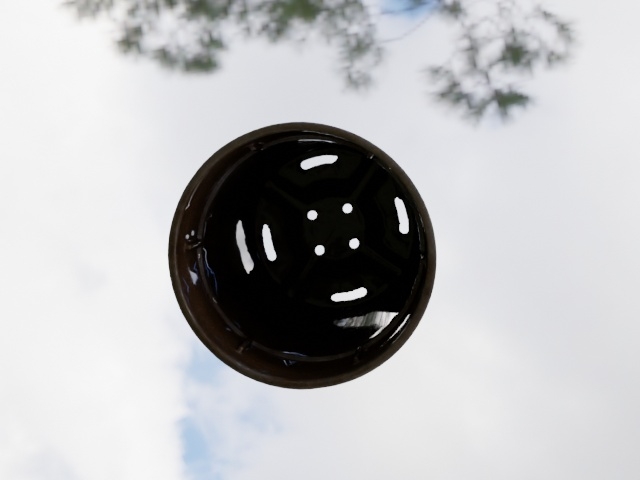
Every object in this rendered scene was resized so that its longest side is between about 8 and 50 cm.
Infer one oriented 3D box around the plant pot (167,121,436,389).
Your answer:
[{"bbox_3d":[0.000,0.000,1.029,0.167,0.165,0.166,1,-83,9],"label":"plant pot"}]
